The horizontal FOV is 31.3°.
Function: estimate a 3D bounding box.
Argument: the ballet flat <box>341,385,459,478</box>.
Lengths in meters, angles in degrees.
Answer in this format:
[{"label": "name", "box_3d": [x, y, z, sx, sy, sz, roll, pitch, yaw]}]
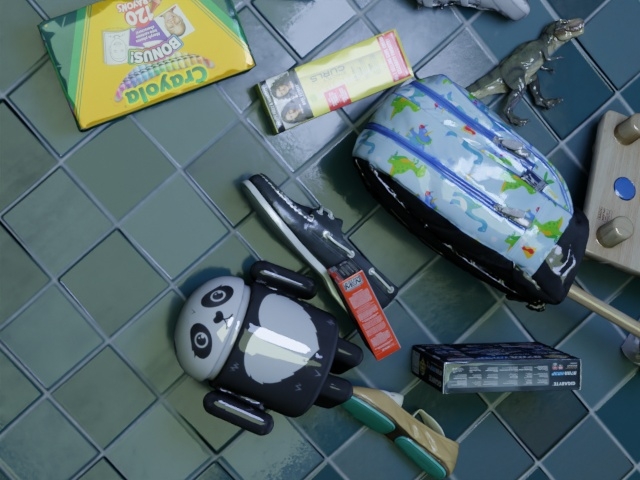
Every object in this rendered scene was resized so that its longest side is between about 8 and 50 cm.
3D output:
[{"label": "ballet flat", "box_3d": [0.125, 0.286, 1.809, 0.232, 0.080, 0.073, 41, 58, -13]}]

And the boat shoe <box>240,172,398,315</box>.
[{"label": "boat shoe", "box_3d": [0.000, 0.000, 1.745, 0.091, 0.114, 0.302, -43, 111, -5]}]

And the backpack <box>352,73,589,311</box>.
[{"label": "backpack", "box_3d": [0.216, -0.080, 1.703, 0.355, 0.290, 0.273, 22, 94, -2]}]

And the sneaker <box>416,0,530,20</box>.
[{"label": "sneaker", "box_3d": [0.195, -0.406, 1.777, 0.281, 0.105, 0.115, 24, 118, -13]}]

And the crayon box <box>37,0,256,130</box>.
[{"label": "crayon box", "box_3d": [-0.255, -0.284, 1.689, 0.278, 0.081, 0.165, -22, 97, -9]}]

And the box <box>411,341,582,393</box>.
[{"label": "box", "box_3d": [0.269, 0.195, 1.769, 0.220, 0.175, 0.051, 0, 94, -11]}]

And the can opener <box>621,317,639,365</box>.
[{"label": "can opener", "box_3d": [0.604, 0.096, 1.892, 0.095, 0.076, 0.283, 38, 85, -43]}]

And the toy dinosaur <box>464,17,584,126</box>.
[{"label": "toy dinosaur", "box_3d": [0.317, -0.248, 1.814, 0.268, 0.064, 0.118, -32, 92, -5]}]

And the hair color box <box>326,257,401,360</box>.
[{"label": "hair color box", "box_3d": [0.064, 0.101, 1.691, 0.043, 0.072, 0.141, -29, 110, -6]}]

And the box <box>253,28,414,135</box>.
[{"label": "box", "box_3d": [0.021, -0.244, 1.755, 0.232, 0.058, 0.087, -22, 96, -9]}]

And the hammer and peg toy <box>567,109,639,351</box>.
[{"label": "hammer and peg toy", "box_3d": [0.517, -0.008, 1.772, 0.266, 0.127, 0.361, 21, 68, -12]}]

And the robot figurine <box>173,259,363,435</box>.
[{"label": "robot figurine", "box_3d": [-0.080, 0.159, 1.699, 0.278, 0.209, 0.173, 23, 118, -12]}]
